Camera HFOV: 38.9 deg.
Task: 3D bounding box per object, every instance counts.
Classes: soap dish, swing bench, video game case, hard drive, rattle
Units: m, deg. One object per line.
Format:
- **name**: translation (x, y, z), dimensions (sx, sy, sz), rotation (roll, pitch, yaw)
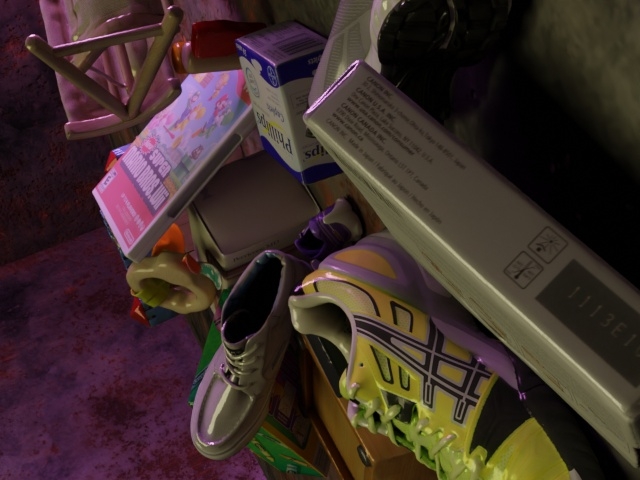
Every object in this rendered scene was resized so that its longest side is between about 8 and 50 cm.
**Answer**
- **soap dish**: translation (0.061, 0.206, 1.091), dimensions (0.229, 0.118, 0.291), rotation (59, 164, 29)
- **swing bench**: translation (-0.267, -0.293, 1.079), dimensions (0.255, 0.165, 0.253), rotation (110, 144, -73)
- **video game case**: translation (-0.186, -0.126, 1.207), dimensions (0.025, 0.285, 0.204), rotation (37, -174, -37)
- **hard drive**: translation (0.054, 0.100, 0.932), dimensions (0.094, 0.135, 0.022), rotation (61, 142, 22)
- **rattle**: translation (-0.178, 0.016, 1.240), dimensions (0.130, 0.143, 0.200), rotation (35, 147, -3)

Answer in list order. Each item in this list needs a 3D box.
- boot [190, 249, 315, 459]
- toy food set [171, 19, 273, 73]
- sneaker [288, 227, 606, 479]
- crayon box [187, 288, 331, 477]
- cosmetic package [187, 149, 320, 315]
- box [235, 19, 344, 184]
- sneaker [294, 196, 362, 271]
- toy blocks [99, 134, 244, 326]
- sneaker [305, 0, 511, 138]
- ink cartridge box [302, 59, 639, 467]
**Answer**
- **boot**: translation (-0.094, 0.128, 1.039), dimensions (0.095, 0.258, 0.123), rotation (22, 174, 20)
- **toy food set**: translation (-0.109, -0.276, 1.059), dimensions (0.232, 0.104, 0.111), rotation (103, 150, -47)
- **sneaker**: translation (0.104, 0.150, 0.801), dimensions (0.385, 0.147, 0.145), rotation (52, 157, 42)
- **crayon box**: translation (-0.060, 0.202, 1.248), dimensions (0.278, 0.081, 0.165), rotation (52, -135, -49)
- **cosmetic package**: translation (-0.093, 0.019, 1.296), dimensions (0.129, 0.153, 0.296), rotation (58, 164, 26)
- **box**: translation (-0.024, -0.147, 0.956), dimensions (0.126, 0.072, 0.137), rotation (46, 155, 56)
- **sneaker**: translation (0.000, 0.000, 1.094), dimensions (0.068, 0.071, 0.170), rotation (62, 166, 18)
- **toy blocks**: translation (-0.237, -0.037, 1.498), dimensions (0.191, 0.261, 0.381), rotation (34, 144, 64)
- **sneaker**: translation (0.054, -0.148, 0.653), dimensions (0.271, 0.100, 0.108), rotation (129, 137, -65)
- **ink cartridge box**: translation (0.128, 0.026, 0.616), dimensions (0.275, 0.060, 0.239), rotation (45, -179, 28)
